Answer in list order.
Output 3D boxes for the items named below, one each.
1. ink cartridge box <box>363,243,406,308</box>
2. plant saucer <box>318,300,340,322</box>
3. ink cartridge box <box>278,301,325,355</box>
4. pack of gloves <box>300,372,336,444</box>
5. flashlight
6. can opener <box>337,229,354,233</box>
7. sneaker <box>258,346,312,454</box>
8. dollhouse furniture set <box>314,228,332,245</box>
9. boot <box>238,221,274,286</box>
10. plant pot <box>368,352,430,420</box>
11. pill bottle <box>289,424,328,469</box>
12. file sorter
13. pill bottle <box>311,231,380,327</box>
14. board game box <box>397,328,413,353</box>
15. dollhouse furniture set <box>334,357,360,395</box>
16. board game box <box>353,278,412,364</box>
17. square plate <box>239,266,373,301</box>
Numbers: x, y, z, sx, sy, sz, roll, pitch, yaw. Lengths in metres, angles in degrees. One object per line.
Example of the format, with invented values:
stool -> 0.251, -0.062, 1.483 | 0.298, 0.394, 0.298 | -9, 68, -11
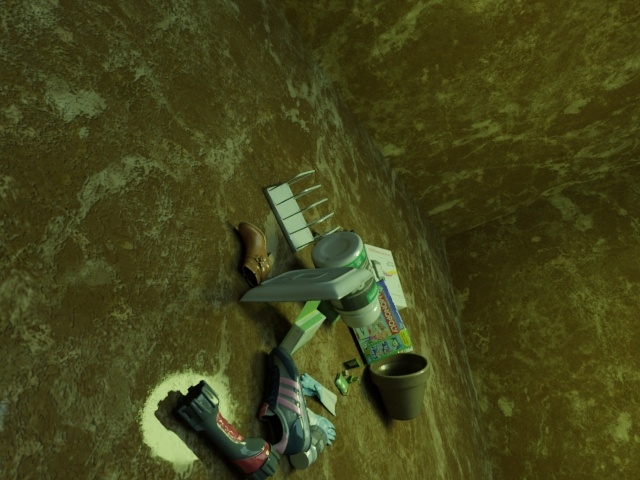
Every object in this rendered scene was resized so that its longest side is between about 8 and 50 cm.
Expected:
ink cartridge box -> 0.270, 0.191, 2.278 | 0.226, 0.131, 0.306 | 15, 54, -44
plant saucer -> 0.046, 0.247, 1.986 | 0.195, 0.037, 0.195 | 43, 34, -40
ink cartridge box -> -0.035, 0.267, 1.592 | 0.056, 0.235, 0.171 | 38, 21, 14
pack of gloves -> 0.003, 0.571, 1.611 | 0.232, 0.046, 0.195 | 46, 31, -36
flashlight -> -0.224, 0.477, 1.180 | 0.304, 0.103, 0.103 | 56, 0, -18
can opener -> 0.139, -0.027, 2.380 | 0.073, 0.059, 0.186 | 66, 25, -1
sneaker -> -0.124, 0.464, 1.390 | 0.131, 0.112, 0.319 | 3, 51, -33
dollhouse furniture set -> 0.000, 0.000, 2.143 | 0.081, 0.091, 0.114 | 32, -13, 22
boot -> -0.231, 0.044, 1.575 | 0.197, 0.073, 0.152 | 55, 31, -17
plant pot -> 0.353, 0.641, 2.051 | 0.263, 0.263, 0.229 | -29, 112, -65
pill bottle -> -0.035, 0.631, 1.441 | 0.078, 0.078, 0.137 | 67, 26, 0
file sorter -> -0.064, -0.125, 1.929 | 0.278, 0.173, 0.193 | 65, 25, -4
pill bottle -> 0.112, 0.160, 1.851 | 0.204, 0.204, 0.361 | -79, 153, -51
board game box -> 0.431, 0.537, 2.506 | 0.259, 0.039, 0.124 | 15, 56, -63
dollhouse furniture set -> 0.114, 0.531, 1.848 | 0.076, 0.058, 0.152 | 60, 25, -13
board game box -> 0.243, 0.357, 2.080 | 0.046, 0.213, 0.317 | 118, -52, -88
square plate -> -0.037, 0.138, 1.554 | 0.347, 0.344, 0.049 | -18, 103, -65
